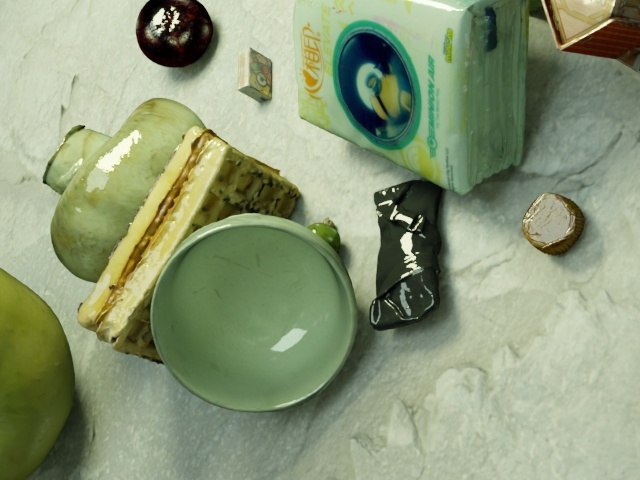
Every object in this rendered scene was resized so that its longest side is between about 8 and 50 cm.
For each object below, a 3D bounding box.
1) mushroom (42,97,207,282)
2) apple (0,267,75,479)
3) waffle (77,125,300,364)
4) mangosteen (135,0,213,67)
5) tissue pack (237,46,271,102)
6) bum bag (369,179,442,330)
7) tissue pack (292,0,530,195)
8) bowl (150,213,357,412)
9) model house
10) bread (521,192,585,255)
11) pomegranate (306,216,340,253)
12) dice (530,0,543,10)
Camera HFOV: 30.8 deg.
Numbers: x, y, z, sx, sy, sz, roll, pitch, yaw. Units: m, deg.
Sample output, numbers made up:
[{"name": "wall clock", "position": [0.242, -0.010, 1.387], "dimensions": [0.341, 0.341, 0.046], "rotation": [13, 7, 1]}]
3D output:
[{"name": "mushroom", "position": [-0.335, -0.089, 2.024], "dimensions": [0.352, 0.260, 0.352], "rotation": [-58, 2, 3]}, {"name": "apple", "position": [-0.666, 0.247, 2.083], "dimensions": [0.473, 0.473, 0.474], "rotation": [-18, 61, 35]}, {"name": "waffle", "position": [-0.210, 0.017, 1.893], "dimensions": [0.114, 0.261, 0.376], "rotation": [32, 93, 33]}, {"name": "mangosteen", "position": [-0.280, -0.403, 2.241], "dimensions": [0.152, 0.152, 0.153], "rotation": [-18, 61, 35]}, {"name": "tissue pack", "position": [-0.119, -0.298, 2.096], "dimensions": [0.035, 0.063, 0.083], "rotation": [-21, 57, 37]}, {"name": "bum bag", "position": [0.127, 0.015, 1.747], "dimensions": [0.123, 0.060, 0.248], "rotation": [-21, 58, 34]}, {"name": "tissue pack", "position": [0.124, -0.270, 1.731], "dimensions": [0.388, 0.162, 0.287], "rotation": [30, 132, 44]}, {"name": "bowl", "position": [-0.099, 0.093, 1.778], "dimensions": [0.307, 0.307, 0.163], "rotation": [-47, 15, 15]}, {"name": "model house", "position": [0.382, -0.326, 1.552], "dimensions": [0.207, 0.293, 0.154], "rotation": [39, 119, 43]}, {"name": "bread", "position": [0.322, -0.021, 1.599], "dimensions": [0.085, 0.053, 0.085], "rotation": [-7, 76, 30]}, {"name": "pomegranate", "position": [-0.002, 0.004, 1.865], "dimensions": [0.073, 0.073, 0.084], "rotation": [-45, 8, 17]}, {"name": "dice", "position": [0.270, -0.509, 1.720], "dimensions": [0.254, 0.252, 0.250], "rotation": [38, 98, 46]}]
